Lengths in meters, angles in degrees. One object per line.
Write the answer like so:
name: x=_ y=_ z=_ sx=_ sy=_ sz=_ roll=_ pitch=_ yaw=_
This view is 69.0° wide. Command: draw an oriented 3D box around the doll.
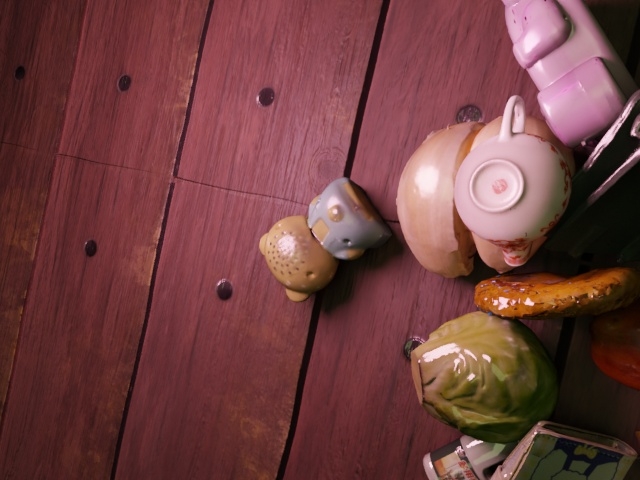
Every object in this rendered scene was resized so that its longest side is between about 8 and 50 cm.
doll: x=0.000 y=0.000 z=0.996 sx=0.261 sy=0.161 sz=0.177 roll=-37 pitch=74 yaw=15

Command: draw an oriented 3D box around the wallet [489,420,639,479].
wallet: x=0.371 y=0.454 z=0.787 sx=0.224 sy=0.077 sz=0.309 roll=21 pitch=101 yaw=-13

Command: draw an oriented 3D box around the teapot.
teapot: x=0.273 y=-0.088 z=0.671 sx=0.159 sy=0.116 sz=0.245 roll=14 pitch=95 yaw=52

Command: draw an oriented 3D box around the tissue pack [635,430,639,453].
tissue pack: x=0.602 y=0.351 z=0.723 sx=0.169 sy=0.120 sz=0.082 roll=-8 pitch=85 yaw=25

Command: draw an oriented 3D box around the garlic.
garlic: x=0.287 y=-0.084 z=0.845 sx=0.286 sy=0.249 sz=0.312 roll=18 pitch=85 yaw=23

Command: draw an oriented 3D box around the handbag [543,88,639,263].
handbag: x=0.468 y=-0.076 z=0.674 sx=0.260 sy=0.248 sz=0.079 roll=-65 pitch=34 yaw=37

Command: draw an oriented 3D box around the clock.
clock: x=0.408 y=-0.294 z=0.758 sx=0.113 sy=0.296 sz=0.321 roll=-31 pitch=72 yaw=37

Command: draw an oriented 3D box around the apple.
apple: x=0.529 y=0.168 z=0.758 sx=0.159 sy=0.147 sz=0.155 roll=-6 pitch=106 yaw=25

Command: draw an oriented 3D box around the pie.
pie: x=0.376 y=0.085 z=0.761 sx=0.274 sy=0.273 sz=0.069 roll=-8 pitch=85 yaw=24

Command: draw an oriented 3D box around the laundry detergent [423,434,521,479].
laundry detergent: x=0.312 y=0.408 z=0.878 sx=0.226 sy=0.070 sz=0.099 roll=-36 pitch=64 yaw=17

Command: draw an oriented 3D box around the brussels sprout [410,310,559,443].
brussels sprout: x=0.289 y=0.242 z=0.831 sx=0.244 sy=0.244 sz=0.243 roll=-2 pitch=86 yaw=24
